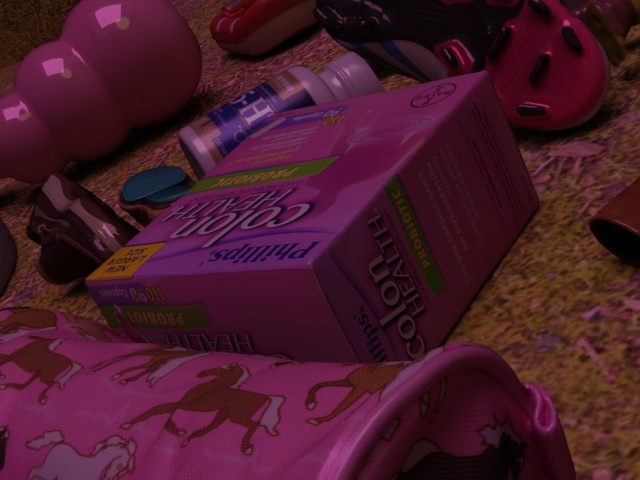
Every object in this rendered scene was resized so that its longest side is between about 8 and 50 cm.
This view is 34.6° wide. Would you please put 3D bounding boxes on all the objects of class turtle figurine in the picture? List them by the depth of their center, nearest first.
[{"bbox_3d":[0.333,-0.230,0.899,0.217,0.087,0.269,-28,23,-2],"label":"turtle figurine"}]

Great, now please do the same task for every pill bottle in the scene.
[{"bbox_3d":[-0.031,-0.101,0.986,0.187,0.112,0.112,-31,23,-9],"label":"pill bottle"}]

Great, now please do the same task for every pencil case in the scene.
[{"bbox_3d":[-0.066,0.117,0.512,0.386,0.160,0.167,1,75,48],"label":"pencil case"}]

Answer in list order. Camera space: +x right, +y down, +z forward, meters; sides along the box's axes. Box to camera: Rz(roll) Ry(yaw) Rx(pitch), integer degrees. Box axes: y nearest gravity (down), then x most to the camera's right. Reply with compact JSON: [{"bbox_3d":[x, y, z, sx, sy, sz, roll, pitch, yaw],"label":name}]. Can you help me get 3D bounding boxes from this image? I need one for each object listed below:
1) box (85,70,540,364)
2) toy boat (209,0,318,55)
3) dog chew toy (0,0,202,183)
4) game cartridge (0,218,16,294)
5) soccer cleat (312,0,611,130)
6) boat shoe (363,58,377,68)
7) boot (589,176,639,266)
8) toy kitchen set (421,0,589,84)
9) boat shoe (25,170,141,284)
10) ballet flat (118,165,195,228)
[{"bbox_3d":[0.000,0.000,0.733,0.213,0.117,0.243,-5,32,42],"label":"box"},{"bbox_3d":[-0.099,-0.381,1.600,0.151,0.151,0.231,-34,24,-16],"label":"toy boat"},{"bbox_3d":[-0.329,-0.206,1.434,0.332,0.206,0.206,-40,25,-11],"label":"dog chew toy"},{"bbox_3d":[-0.453,0.054,1.192,0.198,0.062,0.297,-31,23,1],"label":"game cartridge"},{"bbox_3d":[0.142,-0.186,0.953,0.331,0.143,0.116,32,103,37],"label":"soccer cleat"},{"bbox_3d":[0.145,-0.330,1.265,0.324,0.096,0.116,-37,-5,-19],"label":"boat shoe"},{"bbox_3d":[0.325,-0.078,0.578,0.280,0.096,0.264,-38,26,-23],"label":"boot"},{"bbox_3d":[0.172,-0.288,1.091,0.207,0.166,0.122,-22,24,12],"label":"toy kitchen set"},{"bbox_3d":[-0.238,0.008,1.035,0.095,0.095,0.257,-54,28,-4],"label":"boat shoe"},{"bbox_3d":[-0.148,-0.023,0.997,0.080,0.073,0.232,-19,15,-12],"label":"ballet flat"}]
